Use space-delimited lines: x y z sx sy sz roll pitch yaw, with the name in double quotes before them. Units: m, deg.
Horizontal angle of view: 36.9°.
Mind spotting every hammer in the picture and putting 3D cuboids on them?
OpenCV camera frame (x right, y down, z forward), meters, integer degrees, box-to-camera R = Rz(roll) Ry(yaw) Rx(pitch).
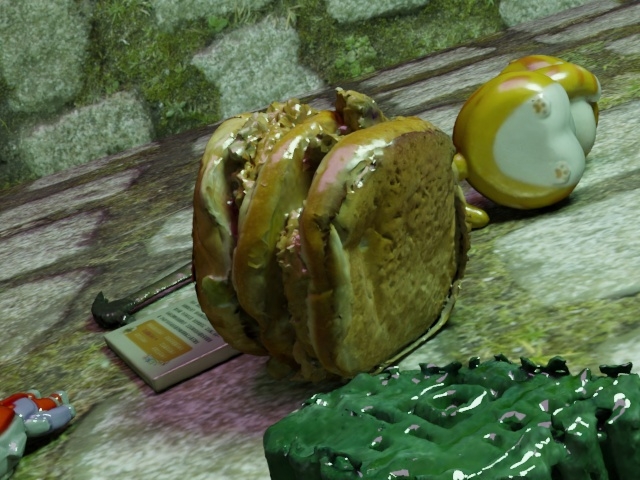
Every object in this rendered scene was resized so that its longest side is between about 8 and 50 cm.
"hammer" -0.165 0.039 1.256 0.297 0.026 0.125 -29 24 -33

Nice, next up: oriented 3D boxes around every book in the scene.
"book" -0.080 0.071 1.069 0.296 0.020 0.208 -24 17 -21

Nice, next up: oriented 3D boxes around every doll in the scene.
"doll" 0.255 -0.136 1.163 0.162 0.166 0.270 -4 18 34
"doll" -0.302 0.178 0.852 0.102 0.075 0.227 -3 10 14

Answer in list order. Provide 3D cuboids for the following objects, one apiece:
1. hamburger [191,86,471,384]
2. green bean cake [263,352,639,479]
"hamburger" 0.005 0.008 0.852 0.211 0.260 0.245 12 74 31
"green bean cake" 0.085 0.129 0.554 0.193 0.107 0.208 -28 17 -28
